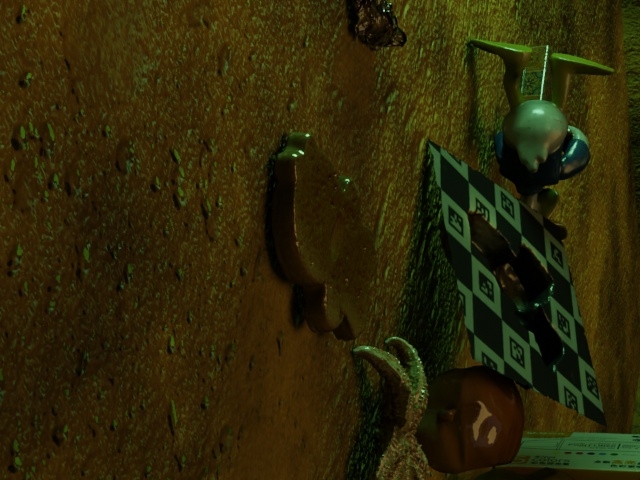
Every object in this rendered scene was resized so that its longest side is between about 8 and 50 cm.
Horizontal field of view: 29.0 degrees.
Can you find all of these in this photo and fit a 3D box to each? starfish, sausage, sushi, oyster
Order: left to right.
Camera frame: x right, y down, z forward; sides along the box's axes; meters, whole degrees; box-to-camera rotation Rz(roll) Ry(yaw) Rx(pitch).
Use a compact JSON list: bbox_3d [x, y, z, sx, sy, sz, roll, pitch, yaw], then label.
[{"bbox_3d":[0.063,-0.245,1.319,0.132,0.029,0.086,-23,113,-65],"label":"oyster"},{"bbox_3d":[0.081,0.212,1.353,0.216,0.071,0.238,76,19,-48],"label":"starfish"},{"bbox_3d":[0.191,0.227,1.559,0.241,0.120,0.136,8,76,-69],"label":"sausage"},{"bbox_3d":[0.234,0.073,1.610,0.339,0.068,0.320,27,45,-45],"label":"sushi"}]

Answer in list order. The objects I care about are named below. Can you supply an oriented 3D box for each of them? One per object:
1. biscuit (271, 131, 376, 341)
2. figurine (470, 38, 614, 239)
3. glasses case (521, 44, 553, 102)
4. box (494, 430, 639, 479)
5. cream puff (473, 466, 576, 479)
[{"bbox_3d":[0.000,0.000,1.162,0.225,0.036,0.166,53,42,-55],"label":"biscuit"},{"bbox_3d":[0.300,-0.112,1.841,0.283,0.204,0.338,-19,122,-75],"label":"figurine"},{"bbox_3d":[0.358,-0.216,2.074,0.075,0.049,0.218,49,46,-52],"label":"glasses case"},{"bbox_3d":[0.432,0.380,2.003,0.221,0.273,0.091,-20,107,-70],"label":"box"},{"bbox_3d":[0.328,0.450,1.735,0.270,0.274,0.323,-27,118,-59],"label":"cream puff"}]
